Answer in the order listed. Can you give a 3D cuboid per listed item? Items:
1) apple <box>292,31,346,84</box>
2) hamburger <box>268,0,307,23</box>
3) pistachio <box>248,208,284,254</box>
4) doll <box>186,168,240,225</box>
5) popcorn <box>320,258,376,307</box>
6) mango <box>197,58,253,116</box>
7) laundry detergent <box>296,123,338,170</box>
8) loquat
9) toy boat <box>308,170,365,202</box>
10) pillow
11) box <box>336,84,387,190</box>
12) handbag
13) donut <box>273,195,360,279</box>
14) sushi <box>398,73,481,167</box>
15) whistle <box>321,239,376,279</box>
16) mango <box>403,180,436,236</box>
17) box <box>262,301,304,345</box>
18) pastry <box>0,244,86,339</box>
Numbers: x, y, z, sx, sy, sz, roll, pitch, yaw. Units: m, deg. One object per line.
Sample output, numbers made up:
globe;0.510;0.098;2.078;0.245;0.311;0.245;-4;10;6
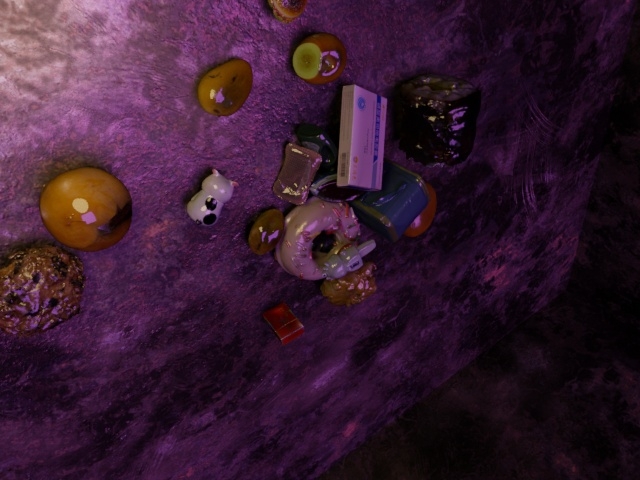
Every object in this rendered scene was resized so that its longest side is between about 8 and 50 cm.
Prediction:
apple;0.002;-0.572;1.426;0.163;0.147;0.147;-21;128;-23
hamburger;-0.094;-0.705;1.311;0.126;0.081;0.141;28;99;-44
pistachio;-0.201;-0.032;1.669;0.110;0.100;0.189;30;99;-37
doll;-0.355;-0.135;1.482;0.110;0.107;0.181;31;92;-23
popcorn;0.129;0.173;1.993;0.266;0.192;0.233;-42;135;19
mango;-0.274;-0.452;1.337;0.195;0.098;0.137;-52;131;-3
laundry detergent;0.009;-0.317;1.612;0.063;0.137;0.211;-60;141;-18
loquat;-0.626;-0.084;1.225;0.234;0.235;0.235;-19;128;-26
toy boat;0.062;-0.214;1.719;0.261;0.115;0.114;-3;127;-25
pillow;-0.085;-0.232;1.617;0.135;0.034;0.211;20;116;-4
box;0.151;-0.357;1.627;0.200;0.065;0.344;1;93;-48
handbag;0.274;-0.158;1.823;0.241;0.263;0.222;-46;142;-7
donut;0.000;0.000;1.814;0.382;0.142;0.383;-20;130;-26
sushi;0.456;-0.456;1.739;0.281;0.299;0.295;-22;131;-24
whistle;0.107;0.071;1.771;0.253;0.106;0.102;-31;164;-8
mango;0.444;-0.136;2.059;0.175;0.139;0.255;27;94;-48
box;-0.156;0.346;1.902;0.112;0.175;0.048;-27;132;-21
pastry;-0.805;0.137;1.287;0.274;0.192;0.275;-19;114;-51
